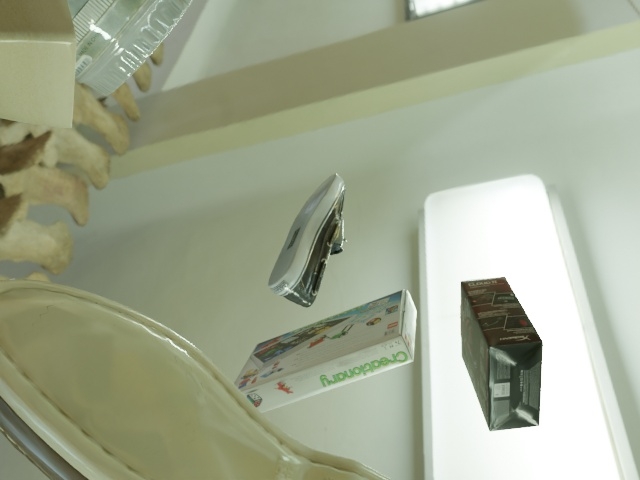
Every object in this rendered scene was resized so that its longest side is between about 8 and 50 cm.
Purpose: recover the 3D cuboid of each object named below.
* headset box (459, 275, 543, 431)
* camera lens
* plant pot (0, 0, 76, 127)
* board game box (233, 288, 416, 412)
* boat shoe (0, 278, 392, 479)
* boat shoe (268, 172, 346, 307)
[{"bbox_3d":[0.381,0.229,1.409,0.110,0.218,0.293,-6,-155,1],"label":"headset box"},{"bbox_3d":[-0.308,-0.337,0.766,0.219,0.274,0.219,-35,-149,25],"label":"camera lens"},{"bbox_3d":[-0.260,-0.164,0.525,0.096,0.109,0.109,-8,-118,-28],"label":"plant pot"},{"bbox_3d":[0.009,0.185,1.076,0.305,0.053,0.193,-22,-169,16],"label":"board game box"},{"bbox_3d":[-0.069,0.143,0.373,0.097,0.324,0.117,-53,-172,26],"label":"boat shoe"},{"bbox_3d":[0.000,0.000,0.946,0.080,0.076,0.229,-34,-155,44],"label":"boat shoe"}]
